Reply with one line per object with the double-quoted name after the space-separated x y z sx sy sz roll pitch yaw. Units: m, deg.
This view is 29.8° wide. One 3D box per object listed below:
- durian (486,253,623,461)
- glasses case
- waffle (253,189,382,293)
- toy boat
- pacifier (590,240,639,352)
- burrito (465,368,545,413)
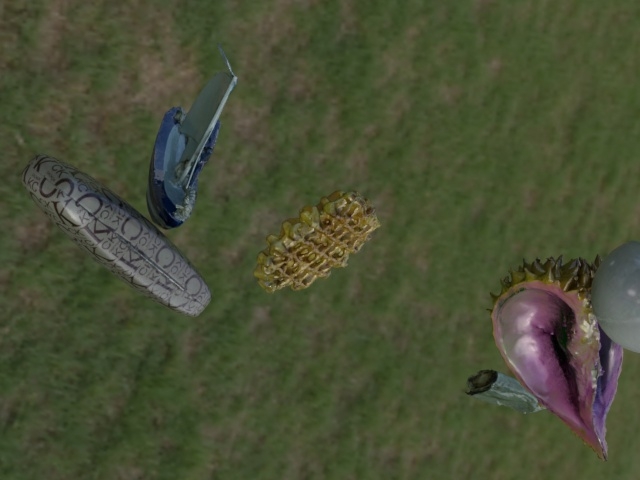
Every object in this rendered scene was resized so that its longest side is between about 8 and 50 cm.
0.296 0.112 1.495 0.154 0.186 0.260 -66 165 -49 "durian"
-0.261 0.000 1.583 0.085 0.137 0.354 -53 144 -7 "glasses case"
-0.004 0.003 1.505 0.191 0.038 0.191 -30 157 -14 "waffle"
-0.176 -0.126 1.641 0.070 0.291 0.210 11 70 -21 "toy boat"
0.297 0.008 0.839 0.238 0.226 0.287 69 -3 -46 "pacifier"
0.281 0.226 1.783 0.118 0.074 0.044 20 62 -19 "burrito"
